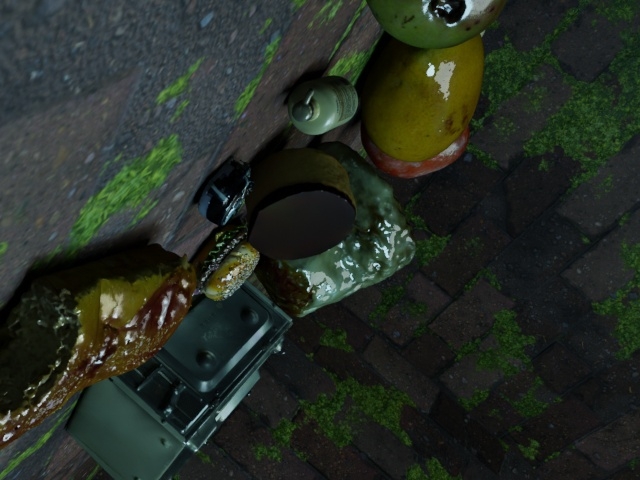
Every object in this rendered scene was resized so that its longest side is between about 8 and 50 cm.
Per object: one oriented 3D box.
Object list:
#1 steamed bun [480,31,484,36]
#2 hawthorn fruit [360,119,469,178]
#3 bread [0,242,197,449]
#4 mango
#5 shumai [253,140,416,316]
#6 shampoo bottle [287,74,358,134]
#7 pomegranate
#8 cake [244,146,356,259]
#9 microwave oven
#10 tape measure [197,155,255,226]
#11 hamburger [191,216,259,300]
[{"bbox_3d":[0.336,-0.513,1.583,0.130,0.112,0.091,-42,177,-11],"label":"steamed bun"},{"bbox_3d":[0.230,-0.288,1.632,0.284,0.284,0.284,-49,176,-4],"label":"hawthorn fruit"},{"bbox_3d":[-0.263,0.102,0.744,0.185,0.109,0.380,-50,175,15],"label":"bread"},{"bbox_3d":[0.203,-0.308,1.316,0.264,0.221,0.378,-45,167,-13],"label":"mango"},{"bbox_3d":[0.000,0.000,1.442,0.323,0.324,0.397,-40,176,-14],"label":"shumai"},{"bbox_3d":[-0.002,-0.199,0.990,0.079,0.079,0.162,-51,176,27],"label":"shampoo bottle"},{"bbox_3d":[0.126,-0.319,0.771,0.179,0.179,0.210,-50,-153,16],"label":"pomegranate"},{"bbox_3d":[-0.045,-0.088,1.144,0.185,0.178,0.207,-36,144,26],"label":"cake"},{"bbox_3d":[-0.282,0.295,1.406,0.333,0.247,0.394,-51,176,42],"label":"microwave oven"},{"bbox_3d":[-0.134,-0.068,0.958,0.094,0.054,0.091,-55,176,-12],"label":"tape measure"},{"bbox_3d":[-0.176,0.042,1.269,0.164,0.093,0.189,-52,177,33],"label":"hamburger"}]
